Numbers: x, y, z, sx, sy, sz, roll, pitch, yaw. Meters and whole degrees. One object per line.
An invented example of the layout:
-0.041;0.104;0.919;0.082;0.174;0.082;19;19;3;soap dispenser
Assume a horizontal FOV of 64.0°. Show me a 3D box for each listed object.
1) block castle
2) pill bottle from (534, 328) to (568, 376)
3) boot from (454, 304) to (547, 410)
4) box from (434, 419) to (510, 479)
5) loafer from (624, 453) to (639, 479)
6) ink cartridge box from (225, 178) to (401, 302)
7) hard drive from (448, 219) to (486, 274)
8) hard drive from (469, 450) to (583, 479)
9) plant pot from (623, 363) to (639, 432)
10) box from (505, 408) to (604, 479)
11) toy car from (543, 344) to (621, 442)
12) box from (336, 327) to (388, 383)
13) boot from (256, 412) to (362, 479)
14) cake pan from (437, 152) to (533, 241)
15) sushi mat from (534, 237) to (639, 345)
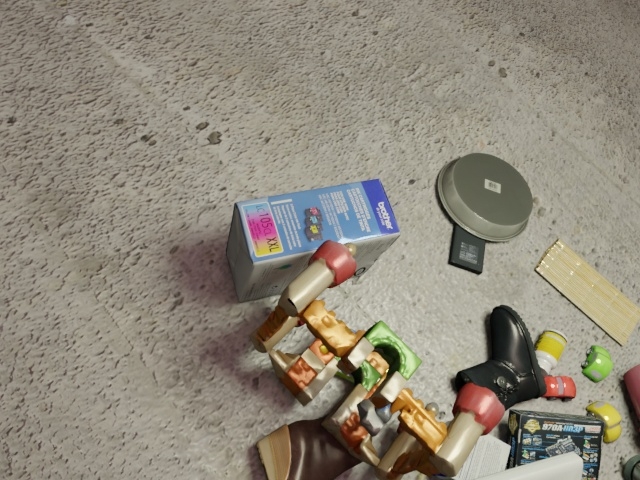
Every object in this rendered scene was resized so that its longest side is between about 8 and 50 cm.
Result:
0.099;0.241;1.015;0.453;0.303;0.213;44;54;7;block castle
0.578;0.287;1.306;0.065;0.065;0.116;39;62;5;pill bottle
0.417;0.294;1.243;0.207;0.094;0.247;-12;75;-23;boot
0.333;0.489;1.143;0.137;0.072;0.126;29;63;-1;box
0.870;0.557;1.233;0.267;0.084;0.096;-5;99;-13;loafer
0.000;0.000;1.171;0.395;0.270;0.151;-9;70;-19;ink cartridge box
0.406;0.017;1.410;0.094;0.022;0.135;19;63;-5;hard drive
0.409;0.573;1.081;0.307;0.040;0.203;-6;106;-17;hard drive
0.865;0.396;1.272;0.201;0.201;0.180;-5;51;-17;plant pot
0.534;0.488;1.176;0.220;0.051;0.175;8;86;-11;box
0.695;0.359;1.309;0.239;0.053;0.225;36;62;3;toy car
0.107;0.286;1.195;0.178;0.042;0.109;27;62;-1;box
-0.003;0.487;1.045;0.206;0.090;0.249;-13;66;-18;boot
0.482;-0.137;1.470;0.293;0.054;0.293;8;59;-13;cake pan
0.760;0.140;1.449;0.316;0.019;0.151;43;64;7;sushi mat
